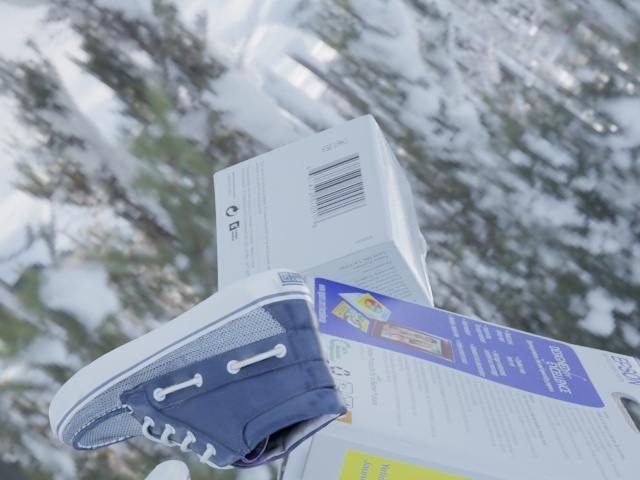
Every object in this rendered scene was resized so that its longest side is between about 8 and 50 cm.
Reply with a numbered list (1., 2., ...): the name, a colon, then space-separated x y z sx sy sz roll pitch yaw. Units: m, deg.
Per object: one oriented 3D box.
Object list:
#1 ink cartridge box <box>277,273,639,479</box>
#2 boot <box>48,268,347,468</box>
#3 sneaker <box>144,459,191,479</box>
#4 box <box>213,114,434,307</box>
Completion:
1. ink cartridge box: 0.125 0.131 0.946 0.303 0.307 0.072 -89 -164 -75
2. boot: -0.074 0.095 0.690 0.190 0.086 0.069 -33 154 29
3. sneaker: -0.232 0.310 1.211 0.305 0.152 0.114 -52 163 -47
4. box: 0.000 0.000 1.224 0.182 0.119 0.181 -20 -136 14
